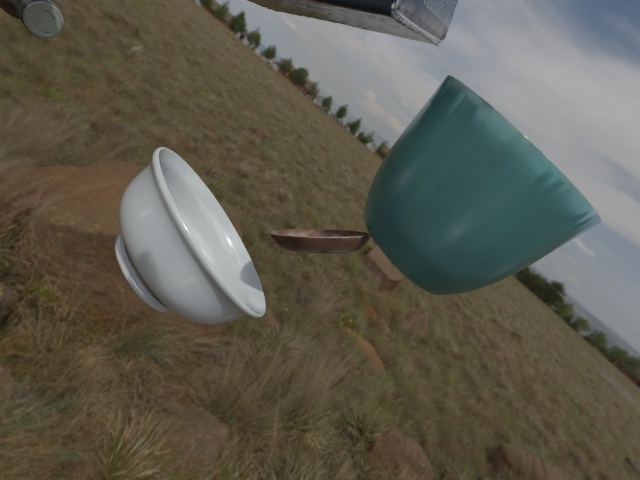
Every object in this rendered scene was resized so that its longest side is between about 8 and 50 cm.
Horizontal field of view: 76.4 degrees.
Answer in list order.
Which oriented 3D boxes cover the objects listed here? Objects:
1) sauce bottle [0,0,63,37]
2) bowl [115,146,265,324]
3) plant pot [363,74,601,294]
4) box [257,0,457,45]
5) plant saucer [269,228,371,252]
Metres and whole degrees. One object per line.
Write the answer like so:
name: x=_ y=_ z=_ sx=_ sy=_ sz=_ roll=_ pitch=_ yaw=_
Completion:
sauce bottle: x=-0.630 y=-0.532 z=0.839 sx=0.344 sy=0.111 sz=0.111 roll=45 pitch=16 yaw=22
bowl: x=-0.216 y=0.018 z=0.635 sx=0.298 sy=0.134 sz=0.298 roll=61 pitch=1 yaw=-1
plant pot: x=0.210 y=-0.057 z=0.626 sx=0.293 sy=0.235 sz=0.293 roll=36 pitch=24 yaw=-19
box: x=0.016 y=-0.588 z=0.770 sx=0.479 sy=0.297 sz=0.472 roll=21 pitch=28 yaw=16
plant saucer: x=0.000 y=0.000 z=0.666 sx=0.168 sy=0.029 sz=0.168 roll=2 pitch=5 yaw=0
